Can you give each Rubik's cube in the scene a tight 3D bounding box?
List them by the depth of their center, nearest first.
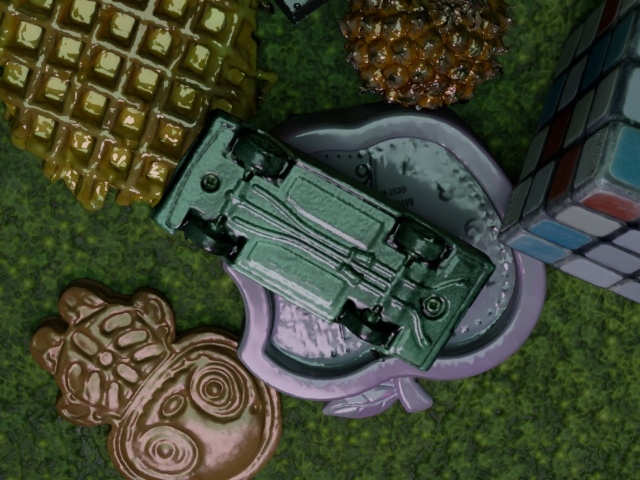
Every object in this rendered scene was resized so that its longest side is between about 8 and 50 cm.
[{"bbox_3d":[0.355,-0.087,1.796,0.259,0.256,0.253,23,72,-8],"label":"Rubik's cube"}]

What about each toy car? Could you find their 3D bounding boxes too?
[{"bbox_3d":[0.000,0.000,1.831,0.320,0.097,0.141,29,105,-11],"label":"toy car"}]

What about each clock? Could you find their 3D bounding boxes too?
[{"bbox_3d":[0.062,0.018,1.943,0.338,0.102,0.338,0,107,-1],"label":"clock"}]

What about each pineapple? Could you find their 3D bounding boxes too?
[{"bbox_3d":[0.117,-0.224,1.822,0.176,0.137,0.161,-3,68,-21],"label":"pineapple"}]

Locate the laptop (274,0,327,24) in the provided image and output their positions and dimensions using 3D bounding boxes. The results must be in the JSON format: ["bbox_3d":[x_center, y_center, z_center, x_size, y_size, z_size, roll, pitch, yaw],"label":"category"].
[{"bbox_3d":[0.006,-0.319,1.891,0.180,0.016,0.129,-36,103,10],"label":"laptop"}]

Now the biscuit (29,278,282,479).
[{"bbox_3d":[-0.174,0.157,2.009,0.288,0.044,0.202,41,101,-13],"label":"biscuit"}]

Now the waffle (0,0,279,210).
[{"bbox_3d":[-0.190,-0.177,1.904,0.329,0.062,0.329,0,105,-1],"label":"waffle"}]
